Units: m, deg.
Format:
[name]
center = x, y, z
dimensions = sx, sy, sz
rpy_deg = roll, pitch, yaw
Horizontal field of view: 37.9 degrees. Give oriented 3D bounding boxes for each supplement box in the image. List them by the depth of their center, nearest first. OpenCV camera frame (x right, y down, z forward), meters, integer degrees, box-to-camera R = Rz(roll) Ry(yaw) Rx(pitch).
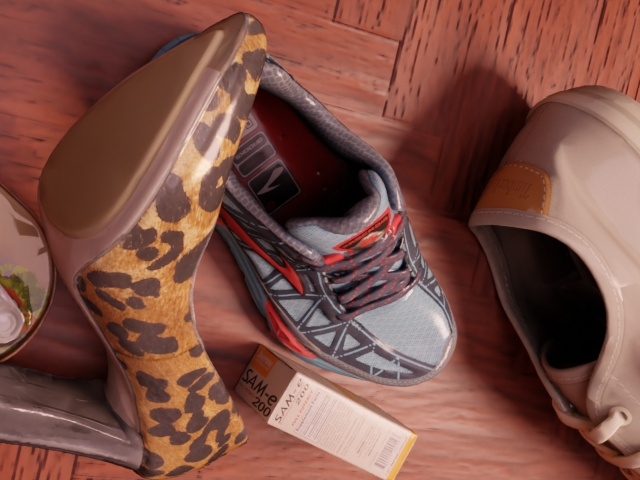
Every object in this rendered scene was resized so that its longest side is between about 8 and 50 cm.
[supplement box]
center = 0.003, 0.108, 0.580
dimensions = 0.098, 0.062, 0.036
rpy_deg = 32, 86, -25

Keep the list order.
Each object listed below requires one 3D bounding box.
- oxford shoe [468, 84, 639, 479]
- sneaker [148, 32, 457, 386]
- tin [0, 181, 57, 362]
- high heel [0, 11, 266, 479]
[oxford shoe]
center = 0.233, 0.113, 0.633
dimensions = 0.130, 0.169, 0.449
rpy_deg = -37, 104, -18
[sneaker]
center = 0.000, 0.000, 0.526
dimensions = 0.104, 0.125, 0.262
rpy_deg = -46, 113, -11
[tin]
center = -0.220, -0.012, 0.473
dimensions = 0.106, 0.040, 0.189
rpy_deg = -45, 114, -8
[high heel]
center = -0.059, 0.018, 0.485
dimensions = 0.186, 0.093, 0.261
rpy_deg = 21, 115, -41
